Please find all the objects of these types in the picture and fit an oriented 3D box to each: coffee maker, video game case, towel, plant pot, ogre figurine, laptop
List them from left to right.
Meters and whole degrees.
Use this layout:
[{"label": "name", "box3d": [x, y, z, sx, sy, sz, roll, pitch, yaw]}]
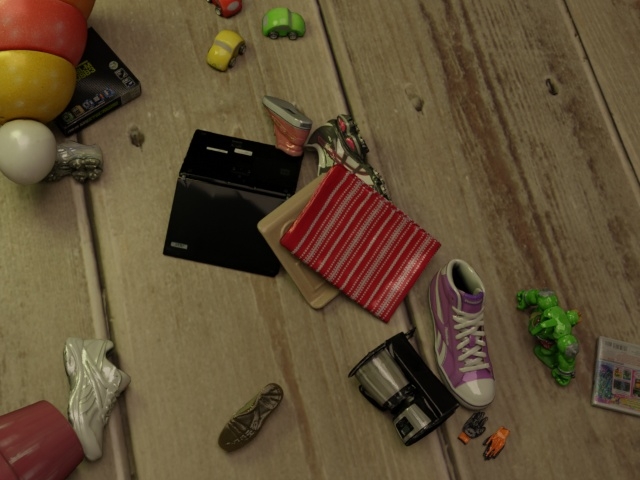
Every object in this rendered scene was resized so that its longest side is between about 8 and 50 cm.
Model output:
[{"label": "plant pot", "box3d": [-0.509, 0.370, 1.586, 0.180, 0.201, 0.201, -33, 74, -35]}, {"label": "laptop", "box3d": [-0.172, -0.082, 1.916, 0.234, 0.136, 0.264, 12, 40, -3]}, {"label": "towel", "box3d": [0.080, 0.004, 1.828, 0.275, 0.031, 0.199, 37, 85, -11]}, {"label": "coffee maker", "box3d": [0.170, 0.266, 1.748, 0.171, 0.120, 0.178, -34, 75, -20]}, {"label": "ogre figurine", "box3d": [0.446, 0.174, 1.824, 0.097, 0.118, 0.197, 2, 67, -6]}, {"label": "video game case", "box3d": [0.615, 0.273, 1.857, 0.157, 0.019, 0.143, 14, 66, -2]}]

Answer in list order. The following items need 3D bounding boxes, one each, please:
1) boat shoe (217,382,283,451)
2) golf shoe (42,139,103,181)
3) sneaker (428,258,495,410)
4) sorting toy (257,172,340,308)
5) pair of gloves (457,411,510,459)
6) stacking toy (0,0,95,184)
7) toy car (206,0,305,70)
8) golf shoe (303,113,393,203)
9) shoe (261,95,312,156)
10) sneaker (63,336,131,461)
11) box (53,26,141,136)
[{"label": "boat shoe", "box3d": [-0.129, 0.324, 1.730, 0.056, 0.048, 0.153, 41, 74, -2]}, {"label": "golf shoe", "box3d": [-0.523, -0.165, 1.891, 0.176, 0.069, 0.086, 4, 44, -8]}, {"label": "sneaker", "box3d": [0.273, 0.172, 1.781, 0.102, 0.161, 0.282, -11, 69, -13]}, {"label": "sorting toy", "box3d": [0.000, 0.000, 1.860, 0.193, 0.038, 0.208, -39, 101, -21]}, {"label": "pair of gloves", "box3d": [0.309, 0.368, 1.780, 0.083, 0.010, 0.074, 35, 68, 12]}, {"label": "stacking toy", "box3d": [-0.582, -0.339, 1.800, 0.351, 0.350, 0.479, -3, 76, -9]}, {"label": "toy car", "box3d": [-0.143, -0.484, 2.075, 0.225, 0.053, 0.239, -1, 67, -8]}, {"label": "golf shoe", "box3d": [0.066, -0.123, 1.933, 0.120, 0.105, 0.272, -27, 71, 6]}, {"label": "shoe", "box3d": [-0.080, -0.239, 1.960, 0.064, 0.081, 0.178, 4, 24, -34]}, {"label": "sneaker", "box3d": [-0.395, 0.276, 1.690, 0.115, 0.090, 0.232, -6, 68, -13]}, {"label": "box", "box3d": [-0.502, -0.332, 1.966, 0.191, 0.045, 0.184, -35, 75, -20]}]
